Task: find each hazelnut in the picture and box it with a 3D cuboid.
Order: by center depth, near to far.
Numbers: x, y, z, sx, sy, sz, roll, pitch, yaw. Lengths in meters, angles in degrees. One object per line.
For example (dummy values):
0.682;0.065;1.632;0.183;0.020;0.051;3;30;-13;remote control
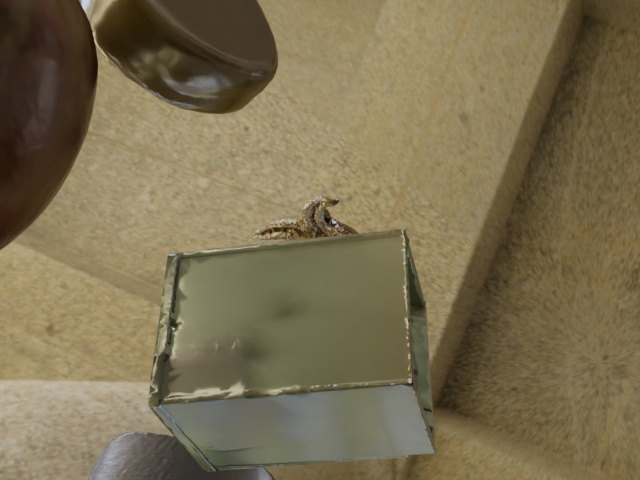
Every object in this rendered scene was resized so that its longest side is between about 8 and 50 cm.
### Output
-0.387;-0.141;0.815;0.366;0.366;0.365;-2;-98;16;hazelnut

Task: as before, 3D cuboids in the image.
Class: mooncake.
-0.157;-0.246;1.083;0.117;0.235;0.235;-38;-107;29;mooncake

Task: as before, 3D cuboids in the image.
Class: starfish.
0.004;-0.006;1.252;0.238;0.213;0.057;16;-117;29;starfish

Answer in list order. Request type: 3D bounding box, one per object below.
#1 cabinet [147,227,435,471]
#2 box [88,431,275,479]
-0.015;0.098;0.795;0.206;0.150;0.145;-6;-126;11;cabinet
-0.160;0.302;1.006;0.212;0.201;0.042;9;-50;7;box
